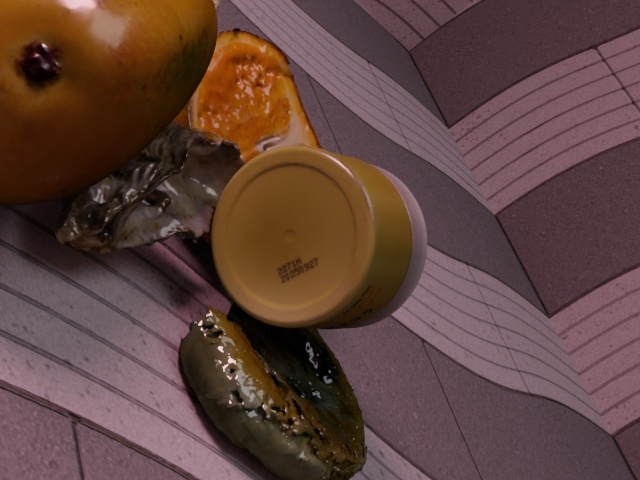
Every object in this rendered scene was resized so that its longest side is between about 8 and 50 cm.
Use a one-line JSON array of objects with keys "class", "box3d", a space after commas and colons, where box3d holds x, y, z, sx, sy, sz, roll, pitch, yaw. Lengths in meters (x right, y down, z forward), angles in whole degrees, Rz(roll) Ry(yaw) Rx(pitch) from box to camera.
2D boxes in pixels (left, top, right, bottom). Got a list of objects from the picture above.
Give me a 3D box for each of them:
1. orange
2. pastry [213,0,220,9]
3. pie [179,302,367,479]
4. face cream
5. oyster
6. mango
[{"class": "orange", "box3d": [-0.103, -0.121, 1.718, 0.274, 0.274, 0.310, -105, -167, -51]}, {"class": "pastry", "box3d": [-0.242, -0.489, 2.345, 0.121, 0.089, 0.258, 40, 22, -25]}, {"class": "pie", "box3d": [-0.048, 0.176, 1.566, 0.296, 0.078, 0.371, 54, 16, -3]}, {"class": "face cream", "box3d": [0.000, 0.000, 1.546, 0.218, 0.218, 0.179, 58, 19, 17]}, {"class": "oyster", "box3d": [-0.199, -0.060, 1.452, 0.110, 0.166, 0.341, 34, 39, 22]}, {"class": "mango", "box3d": [-0.257, -0.185, 1.319, 0.232, 0.300, 0.445, 57, 20, -9]}]
